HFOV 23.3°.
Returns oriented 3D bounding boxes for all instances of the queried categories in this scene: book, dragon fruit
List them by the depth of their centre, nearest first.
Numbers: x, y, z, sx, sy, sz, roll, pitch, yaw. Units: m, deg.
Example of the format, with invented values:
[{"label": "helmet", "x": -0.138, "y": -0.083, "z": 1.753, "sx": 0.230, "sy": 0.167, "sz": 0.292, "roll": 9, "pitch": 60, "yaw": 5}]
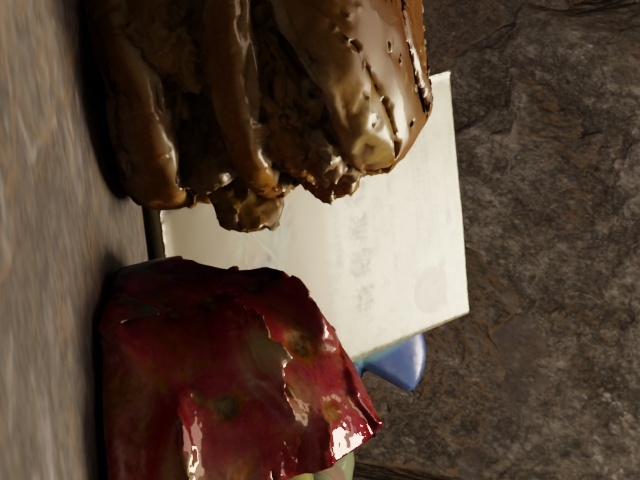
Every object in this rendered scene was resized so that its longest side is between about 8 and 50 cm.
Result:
[{"label": "dragon fruit", "x": -0.042, "y": 0.068, "z": 0.963, "sx": 0.274, "sy": 0.161, "sz": 0.126, "roll": -71, "pitch": 159, "yaw": -80}, {"label": "book", "x": 0.000, "y": 0.000, "z": 1.213, "sx": 0.021, "sy": 0.310, "sz": 0.217, "roll": 13, "pitch": -65, "yaw": 46}]

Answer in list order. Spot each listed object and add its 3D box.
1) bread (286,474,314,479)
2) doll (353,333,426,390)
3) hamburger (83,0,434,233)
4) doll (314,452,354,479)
[{"label": "bread", "x": -0.051, "y": 0.243, "z": 1.091, "sx": 0.213, "sy": 0.105, "sz": 0.213, "roll": 176, "pitch": -90, "yaw": -89}, {"label": "doll", "x": 0.025, "y": 0.073, "z": 1.723, "sx": 0.365, "sy": 0.187, "sz": 0.376, "roll": -81, "pitch": 180, "yaw": -64}, {"label": "hamburger", "x": -0.042, "y": -0.150, "z": 1.005, "sx": 0.260, "sy": 0.211, "sz": 0.245, "roll": -84, "pitch": 165, "yaw": -53}, {"label": "doll", "x": -0.006, "y": 0.325, "z": 2.161, "sx": 0.275, "sy": 0.113, "sz": 0.155, "roll": -106, "pitch": -162, "yaw": -63}]
